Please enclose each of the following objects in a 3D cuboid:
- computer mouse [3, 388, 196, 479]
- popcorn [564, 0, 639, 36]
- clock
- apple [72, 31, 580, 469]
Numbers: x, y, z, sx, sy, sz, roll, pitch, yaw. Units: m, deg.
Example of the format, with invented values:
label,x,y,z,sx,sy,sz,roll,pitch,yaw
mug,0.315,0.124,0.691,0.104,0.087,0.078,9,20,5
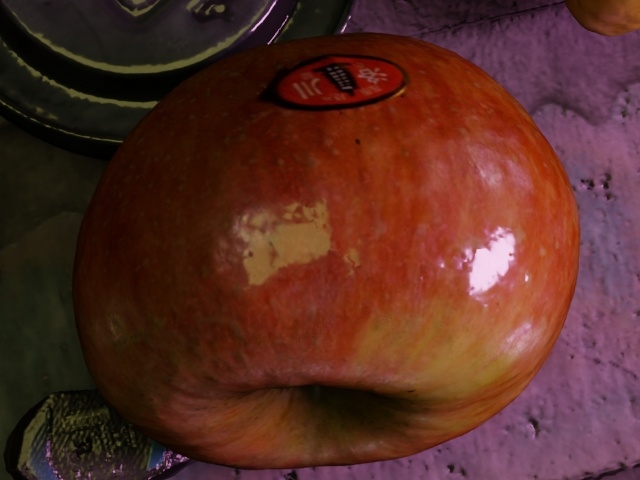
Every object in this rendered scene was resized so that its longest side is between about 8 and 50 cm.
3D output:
label,x,y,z,sx,sy,sz,roll,pitch,yaw
computer mouse,-0.142,0.131,1.106,0.135,0.047,0.079,-14,89,-19
popcorn,0.148,-0.313,1.139,0.297,0.281,0.315,34,69,-31
clock,-0.127,-0.208,1.182,0.319,0.066,0.318,1,75,-4
apple,0.000,0.000,1.041,0.309,0.277,0.250,8,60,-28
